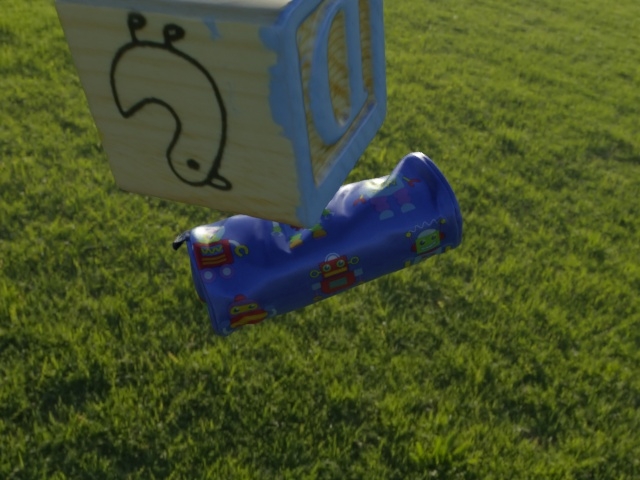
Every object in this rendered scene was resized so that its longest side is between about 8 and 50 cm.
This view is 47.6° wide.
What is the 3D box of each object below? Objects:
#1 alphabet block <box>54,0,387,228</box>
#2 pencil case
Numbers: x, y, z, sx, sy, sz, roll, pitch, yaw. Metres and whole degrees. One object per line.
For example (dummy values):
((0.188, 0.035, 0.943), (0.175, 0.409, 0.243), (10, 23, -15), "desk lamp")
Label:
((-0.068, -0.152, 0.625), (0.197, 0.192, 0.193), (11, 42, 22), "alphabet block")
((0.000, 0.000, 0.808), (0.306, 0.119, 0.133), (-20, 44, -5), "pencil case")
